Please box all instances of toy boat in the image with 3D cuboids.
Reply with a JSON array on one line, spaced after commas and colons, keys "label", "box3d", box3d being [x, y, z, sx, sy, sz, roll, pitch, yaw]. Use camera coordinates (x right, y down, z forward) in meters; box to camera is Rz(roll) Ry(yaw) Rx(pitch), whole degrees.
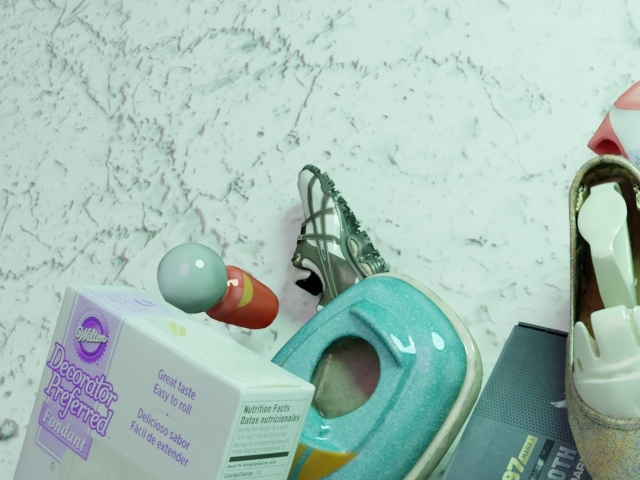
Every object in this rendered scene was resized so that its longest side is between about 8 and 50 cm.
[{"label": "toy boat", "box3d": [-0.025, 0.115, 1.058, 0.267, 0.148, 0.318, -53, 52, 5]}]

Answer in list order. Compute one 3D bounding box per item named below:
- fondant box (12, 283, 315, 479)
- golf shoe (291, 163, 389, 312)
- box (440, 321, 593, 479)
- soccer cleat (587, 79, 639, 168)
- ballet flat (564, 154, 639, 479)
[{"label": "fondant box", "box3d": [-0.161, 0.231, 1.013, 0.238, 0.096, 0.330, 24, 100, 39]}, {"label": "golf shoe", "box3d": [0.000, 0.000, 1.211, 0.094, 0.077, 0.198, -33, 46, 4]}, {"label": "box", "box3d": [0.203, 0.193, 0.962, 0.183, 0.059, 0.232, 13, 63, 36]}, {"label": "soccer cleat", "box3d": [0.352, -0.029, 1.032, 0.116, 0.109, 0.318, -45, 46, 20]}, {"label": "ballet flat", "box3d": [0.236, 0.060, 0.934, 0.108, 0.106, 0.316, -13, 49, 19]}]
